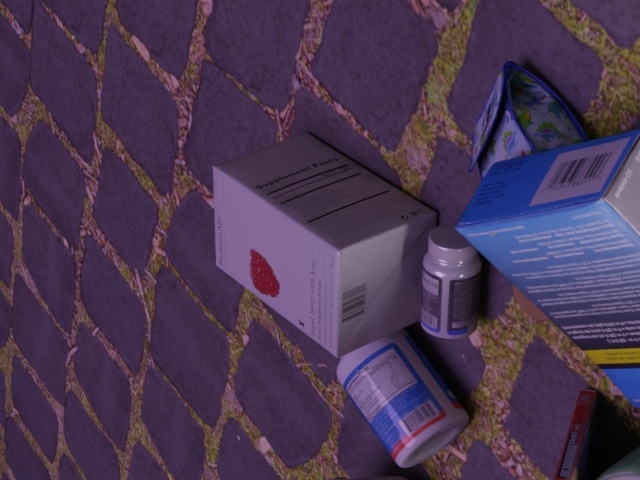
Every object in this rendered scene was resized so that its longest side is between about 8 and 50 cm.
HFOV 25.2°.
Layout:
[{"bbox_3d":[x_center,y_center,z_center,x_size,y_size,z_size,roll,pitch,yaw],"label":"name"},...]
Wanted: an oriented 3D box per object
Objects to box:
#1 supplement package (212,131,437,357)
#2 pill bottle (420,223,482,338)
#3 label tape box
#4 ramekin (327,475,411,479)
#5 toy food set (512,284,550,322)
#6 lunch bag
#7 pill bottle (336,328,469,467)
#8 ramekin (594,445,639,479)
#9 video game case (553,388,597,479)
[{"bbox_3d":[0.000,0.000,2.010,0.293,0.175,0.177,34,135,42],"label":"supplement package"},{"bbox_3d":[0.172,0.053,1.879,0.078,0.078,0.137,33,133,43],"label":"pill bottle"},{"bbox_3d":[0.345,0.041,1.556,0.334,0.106,0.240,43,154,-21],"label":"label tape box"},{"bbox_3d":[0.099,0.476,2.142,0.273,0.127,0.273,168,90,-68],"label":"ramekin"},{"bbox_3d":[0.272,0.064,1.792,0.083,0.020,0.082,-10,100,57],"label":"toy food set"},{"bbox_3d":[0.234,-0.116,1.685,0.129,0.096,0.151,110,143,-49],"label":"lunch bag"},{"bbox_3d":[0.100,0.200,2.027,0.221,0.124,0.124,55,145,23],"label":"pill bottle"},{"bbox_3d":[0.432,0.354,1.603,0.303,0.148,0.303,33,133,43],"label":"ramekin"},{"bbox_3d":[0.295,0.335,1.701,0.025,0.285,0.204,5,117,17],"label":"video game case"}]
